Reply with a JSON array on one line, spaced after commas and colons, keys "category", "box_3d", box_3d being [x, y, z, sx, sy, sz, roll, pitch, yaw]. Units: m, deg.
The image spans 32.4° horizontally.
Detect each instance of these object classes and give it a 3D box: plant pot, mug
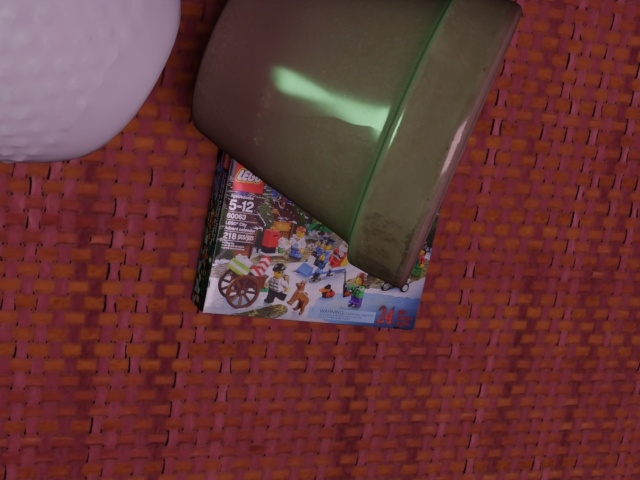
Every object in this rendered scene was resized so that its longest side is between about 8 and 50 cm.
[{"category": "plant pot", "box_3d": [0.019, -0.119, 0.951, 0.229, 0.263, 0.263, 22, 97, 5]}, {"category": "mug", "box_3d": [-0.254, -0.247, 0.785, 0.328, 0.276, 0.374, 30, 85, -36]}]

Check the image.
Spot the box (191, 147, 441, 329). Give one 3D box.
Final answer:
[{"category": "box", "box_3d": [0.000, 0.000, 1.089, 0.233, 0.044, 0.159, 6, 103, -25]}]
